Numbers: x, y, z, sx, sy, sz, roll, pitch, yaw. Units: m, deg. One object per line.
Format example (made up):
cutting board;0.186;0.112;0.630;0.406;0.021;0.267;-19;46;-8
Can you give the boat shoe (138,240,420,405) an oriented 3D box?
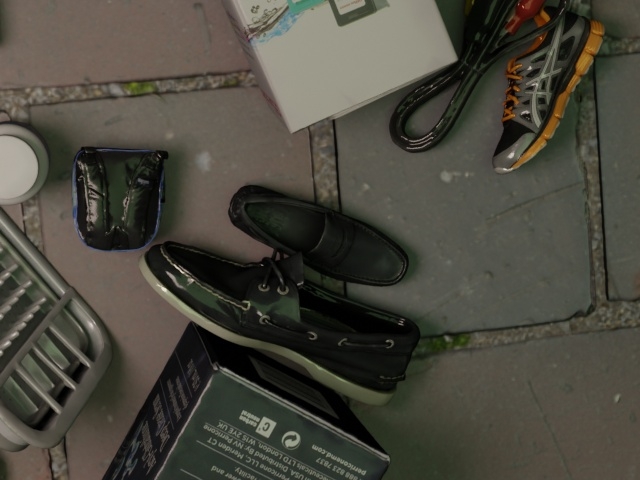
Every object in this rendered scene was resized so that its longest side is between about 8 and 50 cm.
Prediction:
boat shoe;-0.035;0.067;1.596;0.340;0.127;0.113;30;111;-14

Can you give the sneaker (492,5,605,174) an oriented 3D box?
sneaker;0.248;-0.175;1.661;0.083;0.084;0.215;29;82;-9

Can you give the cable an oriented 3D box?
cable;0.190;-0.220;1.648;0.139;0.072;0.287;26;99;12

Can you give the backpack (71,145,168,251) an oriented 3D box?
backpack;-0.225;-0.045;1.584;0.105;0.084;0.114;2;91;-10

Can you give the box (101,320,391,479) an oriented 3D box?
box;-0.133;0.321;1.536;0.212;0.293;0.395;29;90;-11

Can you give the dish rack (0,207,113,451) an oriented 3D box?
dish rack;-0.373;0.060;1.489;0.072;0.285;0.333;-35;102;19

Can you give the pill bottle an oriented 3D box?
pill bottle;-0.333;-0.083;1.522;0.087;0.160;0.087;-1;97;-10

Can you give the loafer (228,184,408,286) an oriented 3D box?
loafer;0.000;0.000;1.632;0.223;0.078;0.076;22;92;-12

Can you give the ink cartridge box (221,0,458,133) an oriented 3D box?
ink cartridge box;-0.008;-0.283;1.521;0.197;0.198;0.270;-24;106;-3
